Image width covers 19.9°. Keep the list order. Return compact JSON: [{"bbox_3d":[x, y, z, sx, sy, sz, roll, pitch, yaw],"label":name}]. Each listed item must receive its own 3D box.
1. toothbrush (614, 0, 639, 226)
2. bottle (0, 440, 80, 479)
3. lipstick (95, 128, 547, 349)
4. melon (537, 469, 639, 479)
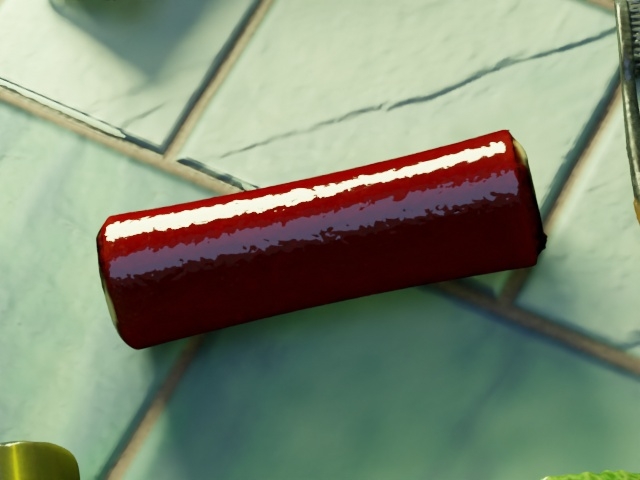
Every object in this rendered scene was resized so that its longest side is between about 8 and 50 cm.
[{"bbox_3d":[0.187,0.002,0.994,0.031,0.023,0.321,-7,63,12],"label":"toothbrush"},{"bbox_3d":[-0.146,0.245,0.909,0.082,0.082,0.286,-13,62,5],"label":"bottle"},{"bbox_3d":[0.000,0.000,1.002,0.241,0.080,0.080,-12,62,5],"label":"lipstick"},{"bbox_3d":[0.093,0.205,0.857,0.323,0.124,0.196,-29,69,-2],"label":"melon"}]
